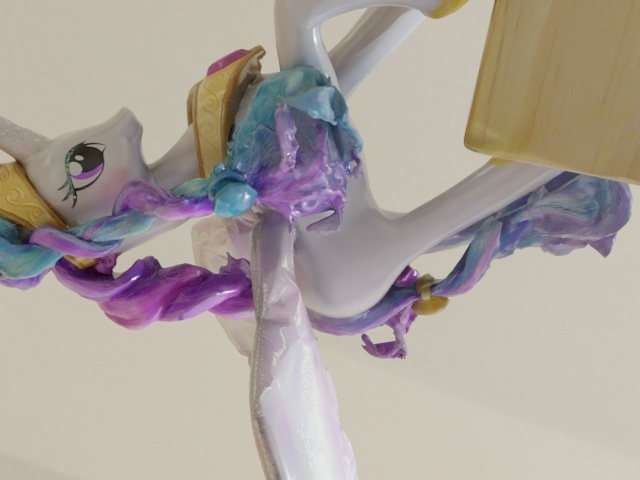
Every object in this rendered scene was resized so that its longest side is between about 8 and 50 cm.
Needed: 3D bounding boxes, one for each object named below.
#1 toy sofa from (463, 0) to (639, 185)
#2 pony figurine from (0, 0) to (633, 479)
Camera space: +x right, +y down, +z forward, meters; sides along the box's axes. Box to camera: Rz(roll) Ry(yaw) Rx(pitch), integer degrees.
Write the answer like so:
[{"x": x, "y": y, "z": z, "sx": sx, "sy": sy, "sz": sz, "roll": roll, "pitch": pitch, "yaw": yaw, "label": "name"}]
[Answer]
[{"x": 0.178, "y": -0.180, "z": 0.586, "sx": 0.177, "sy": 0.362, "sz": 0.150, "roll": 12, "pitch": -49, "yaw": 1, "label": "toy sofa"}, {"x": 0.000, "y": 0.000, "z": 0.732, "sx": 0.363, "sy": 0.303, "sz": 0.351, "roll": -28, "pitch": -66, "yaw": -3, "label": "pony figurine"}]
